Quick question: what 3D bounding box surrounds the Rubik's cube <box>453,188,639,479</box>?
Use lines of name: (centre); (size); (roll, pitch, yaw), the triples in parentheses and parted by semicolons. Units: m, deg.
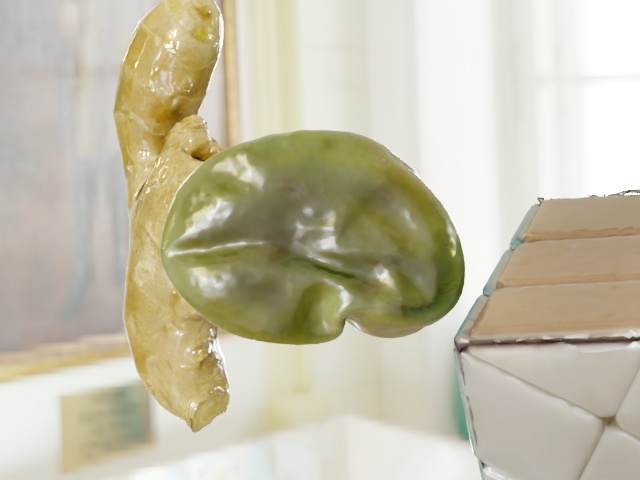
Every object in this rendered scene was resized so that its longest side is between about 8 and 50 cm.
Rubik's cube: (0.239, 0.109, 1.364); (0.221, 0.231, 0.224); (-3, 23, 22)

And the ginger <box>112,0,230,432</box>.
ginger: (-0.146, -0.029, 1.967); (0.122, 0.348, 0.363); (-2, 43, -31)

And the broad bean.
broad bean: (-0.001, 0.001, 1.357); (0.207, 0.153, 0.072); (15, -7, -15)
